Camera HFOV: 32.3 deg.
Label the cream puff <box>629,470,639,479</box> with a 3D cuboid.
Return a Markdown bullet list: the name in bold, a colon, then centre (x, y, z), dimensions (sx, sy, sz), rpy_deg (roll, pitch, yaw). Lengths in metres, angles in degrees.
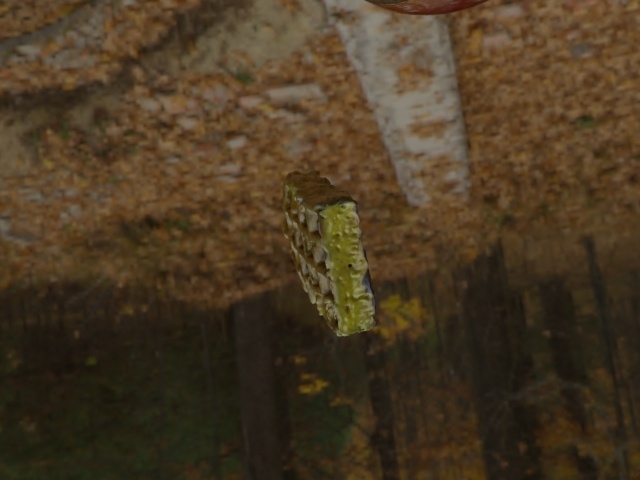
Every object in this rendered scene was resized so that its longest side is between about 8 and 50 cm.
- **cream puff**: centre (0.398, 0.369, 1.092), dimensions (0.327, 0.343, 0.231), rpy_deg (-37, -138, -17)

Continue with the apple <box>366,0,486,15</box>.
- **apple**: centre (0.180, -0.489, 1.506), dimensions (0.365, 0.328, 0.295), rpy_deg (2, -143, 46)

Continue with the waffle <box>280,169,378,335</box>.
- **waffle**: centre (0.000, 0.000, 1.296), dimensions (0.055, 0.160, 0.211), rpy_deg (-15, -159, -11)
